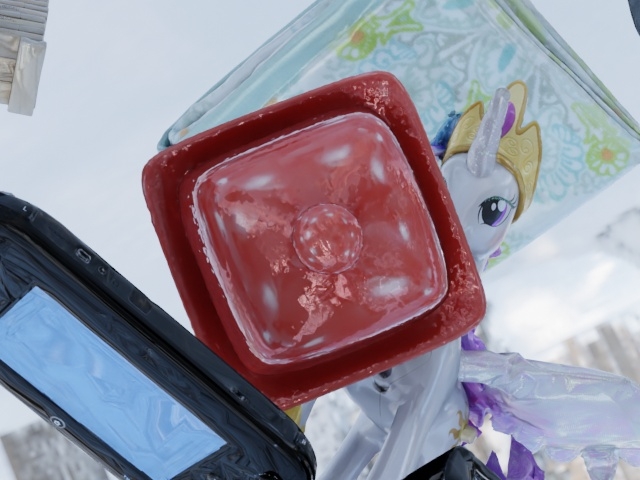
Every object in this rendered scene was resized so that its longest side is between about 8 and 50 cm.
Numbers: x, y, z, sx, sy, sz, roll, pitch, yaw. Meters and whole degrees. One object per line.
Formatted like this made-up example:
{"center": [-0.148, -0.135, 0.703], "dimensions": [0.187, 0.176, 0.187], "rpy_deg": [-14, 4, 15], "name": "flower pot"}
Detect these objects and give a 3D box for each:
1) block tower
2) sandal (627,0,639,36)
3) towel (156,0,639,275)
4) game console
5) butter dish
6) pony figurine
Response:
{"center": [-0.375, -0.267, 1.728], "dimensions": [0.097, 0.335, 0.091], "rpy_deg": [8, 119, -14], "name": "block tower"}
{"center": [0.281, -0.153, 0.450], "dimensions": [0.167, 0.107, 0.445], "rpy_deg": [31, 138, -33], "name": "sandal"}
{"center": [0.080, -0.093, 1.374], "dimensions": [0.374, 0.320, 0.090], "rpy_deg": [-36, -157, 24], "name": "towel"}
{"center": [-0.046, 0.121, 0.676], "dimensions": [0.213, 0.361, 0.044], "rpy_deg": [-39, -165, 36], "name": "game console"}
{"center": [0.000, 0.000, 0.752], "dimensions": [0.160, 0.160, 0.118], "rpy_deg": [-21, 180, -5], "name": "butter dish"}
{"center": [0.071, 0.110, 0.988], "dimensions": [0.363, 0.302, 0.351], "rpy_deg": [-62, 159, -25], "name": "pony figurine"}
